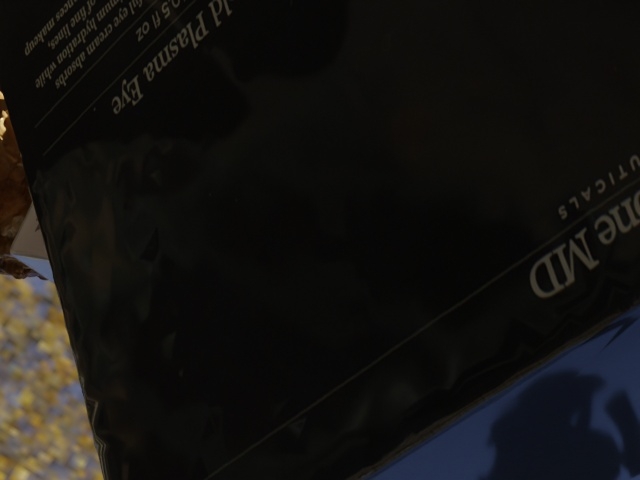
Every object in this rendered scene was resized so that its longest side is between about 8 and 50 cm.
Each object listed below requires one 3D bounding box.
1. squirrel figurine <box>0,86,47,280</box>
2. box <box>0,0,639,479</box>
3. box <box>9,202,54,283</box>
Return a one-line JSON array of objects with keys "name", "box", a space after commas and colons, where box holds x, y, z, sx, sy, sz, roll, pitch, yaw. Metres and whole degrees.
[{"name": "squirrel figurine", "box": [-0.182, -0.082, 1.484, 0.397, 0.370, 0.281, -56, 177, -45]}, {"name": "box", "box": [0.053, -0.069, 0.719, 0.343, 0.179, 0.313, -37, -120, 41]}, {"name": "box", "box": [0.000, 0.000, 1.299, 0.168, 0.345, 0.215, 9, -110, 41]}]
